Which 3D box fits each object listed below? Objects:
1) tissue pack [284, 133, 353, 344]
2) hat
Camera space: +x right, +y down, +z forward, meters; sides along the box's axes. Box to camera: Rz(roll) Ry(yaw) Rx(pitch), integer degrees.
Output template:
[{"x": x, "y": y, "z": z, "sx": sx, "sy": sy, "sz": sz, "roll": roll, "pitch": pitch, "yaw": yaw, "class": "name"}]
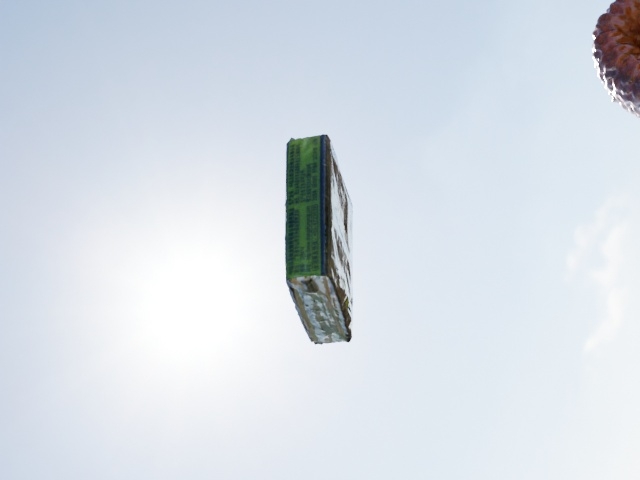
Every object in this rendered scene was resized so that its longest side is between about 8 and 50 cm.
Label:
[{"x": 0.000, "y": 0.000, "z": 1.324, "sx": 0.173, "sy": 0.073, "sz": 0.235, "roll": 70, "pitch": -164, "yaw": -51, "class": "tissue pack"}, {"x": 0.681, "y": -0.314, "z": 1.850, "sx": 0.400, "sy": 0.285, "sz": 0.285, "roll": 22, "pitch": -90, "yaw": -60, "class": "hat"}]
